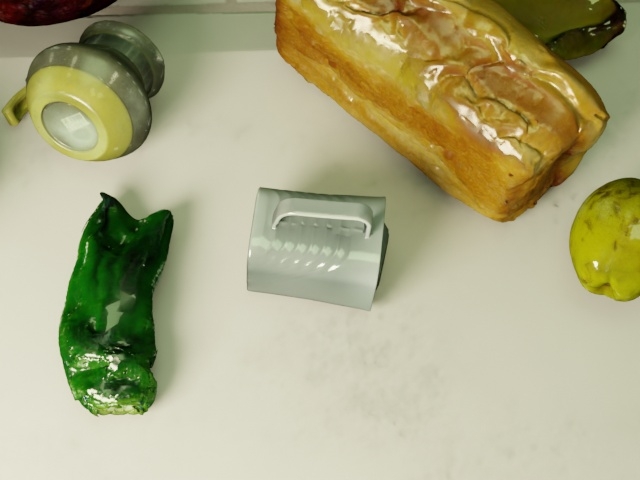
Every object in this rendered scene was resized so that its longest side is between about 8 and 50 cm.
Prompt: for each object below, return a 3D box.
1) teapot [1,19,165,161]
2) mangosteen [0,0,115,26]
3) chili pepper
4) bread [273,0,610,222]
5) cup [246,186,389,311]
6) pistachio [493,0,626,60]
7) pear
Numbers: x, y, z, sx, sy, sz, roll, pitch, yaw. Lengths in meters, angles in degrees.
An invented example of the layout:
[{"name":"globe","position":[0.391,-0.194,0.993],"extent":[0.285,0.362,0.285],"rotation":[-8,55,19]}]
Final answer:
[{"name":"teapot","position":[-0.233,-0.145,1.179],"extent":[0.166,0.130,0.119],"rotation":[-2,40,28]},{"name":"mangosteen","position":[-0.275,-0.368,1.178],"extent":[0.300,0.300,0.300],"rotation":[3,62,-5]},{"name":"chili pepper","position":[-0.188,0.051,1.103],"extent":[0.098,0.061,0.224],"rotation":[-1,64,0]},{"name":"bread","position":[0.116,-0.175,1.188],"extent":[0.344,0.195,0.149],"rotation":[40,71,11]},{"name":"cup","position":[0.000,0.000,1.115],"extent":[0.129,0.128,0.095],"rotation":[6,63,0]},{"name":"pistachio","position":[0.246,-0.230,1.311],"extent":[0.173,0.049,0.089],"rotation":[1,56,1]},{"name":"pear","position":[0.297,-0.003,1.164],"extent":[0.107,0.107,0.131],"rotation":[31,67,10]}]
